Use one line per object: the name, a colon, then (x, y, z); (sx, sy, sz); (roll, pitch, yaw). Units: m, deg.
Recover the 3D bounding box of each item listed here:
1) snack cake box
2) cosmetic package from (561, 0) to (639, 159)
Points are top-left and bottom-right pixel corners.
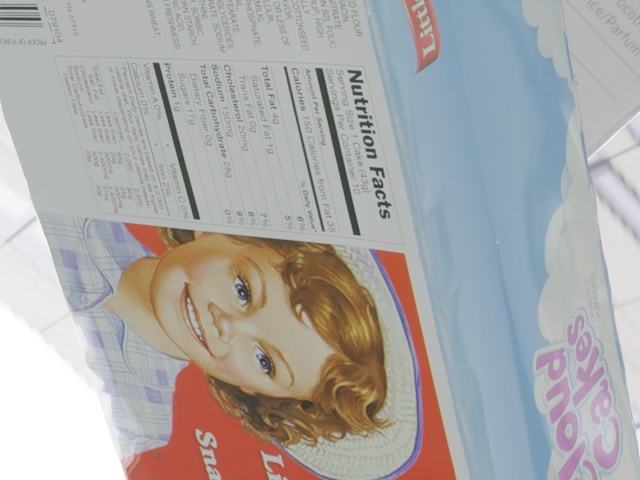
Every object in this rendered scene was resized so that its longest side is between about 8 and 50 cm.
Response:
snack cake box: (0.000, 0.000, 0.529); (0.089, 0.152, 0.264); (-40, -55, -43)
cosmetic package: (0.153, -0.237, 0.781); (0.453, 0.230, 0.161); (-43, -56, 12)
